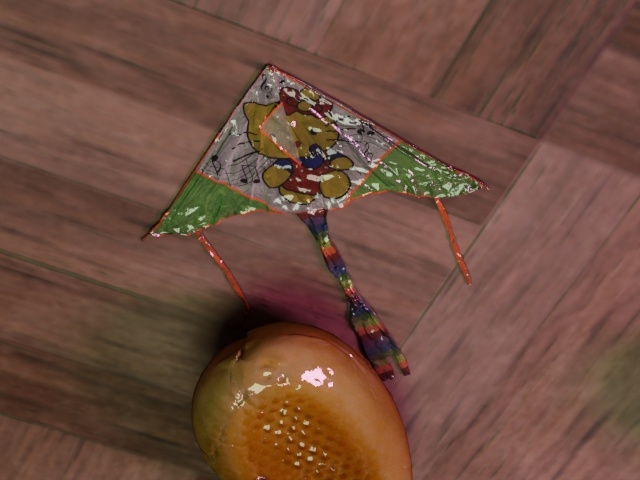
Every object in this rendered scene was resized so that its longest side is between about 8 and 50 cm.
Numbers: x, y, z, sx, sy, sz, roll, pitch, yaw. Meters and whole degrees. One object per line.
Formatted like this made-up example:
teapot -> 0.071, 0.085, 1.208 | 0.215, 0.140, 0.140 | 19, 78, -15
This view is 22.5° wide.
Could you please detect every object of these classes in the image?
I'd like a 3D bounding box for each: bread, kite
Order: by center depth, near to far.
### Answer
kite -> 0.000, 0.000, 0.901 | 0.198, 0.006, 0.244 | -11, 131, 11
bread -> -0.009, 0.115, 0.959 | 0.114, 0.077, 0.189 | -28, 132, 2
